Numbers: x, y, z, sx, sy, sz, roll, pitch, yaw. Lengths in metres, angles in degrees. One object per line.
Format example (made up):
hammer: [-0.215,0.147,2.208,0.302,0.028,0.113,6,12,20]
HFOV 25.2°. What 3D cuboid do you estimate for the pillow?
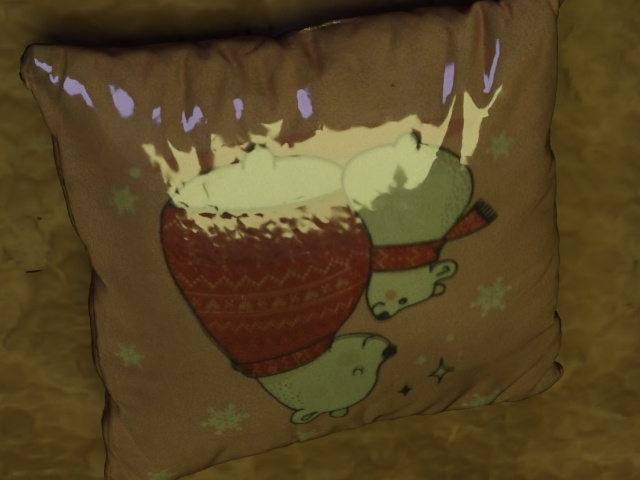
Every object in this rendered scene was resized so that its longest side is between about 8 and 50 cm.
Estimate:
pillow: [0.000,0.000,0.630,0.236,0.084,0.223,-12,119,-4]
